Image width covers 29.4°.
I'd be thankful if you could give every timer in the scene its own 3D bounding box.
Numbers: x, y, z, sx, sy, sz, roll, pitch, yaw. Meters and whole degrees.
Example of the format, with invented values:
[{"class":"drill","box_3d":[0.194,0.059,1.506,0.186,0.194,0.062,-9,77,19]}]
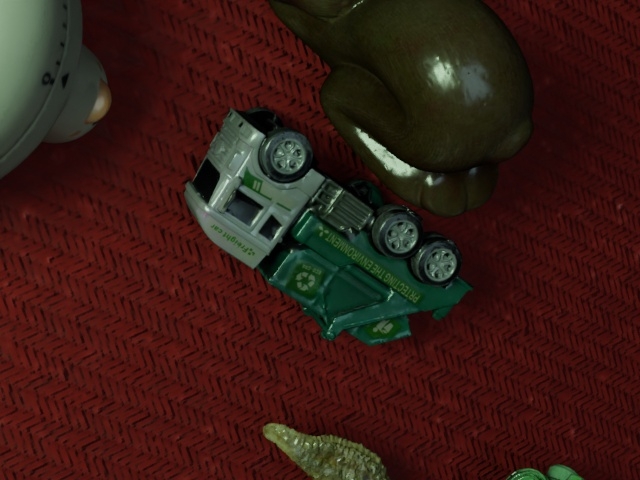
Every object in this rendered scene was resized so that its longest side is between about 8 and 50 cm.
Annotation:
[{"class":"timer","box_3d":[-0.258,-0.131,0.762,0.234,0.240,0.233,0,86,6]}]

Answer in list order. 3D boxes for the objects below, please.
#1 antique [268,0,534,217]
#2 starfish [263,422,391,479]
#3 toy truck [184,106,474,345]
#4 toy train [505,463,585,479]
[{"class":"antique","box_3d":[0.053,-0.152,0.863,0.121,0.143,0.257,-22,72,-18]},{"class":"starfish","box_3d":[0.037,0.314,0.972,0.301,0.084,0.293,22,81,-41]},{"class":"toy truck","box_3d":[0.000,0.000,0.911,0.216,0.110,0.116,34,94,-23]},{"class":"toy train","box_3d":[0.163,0.294,0.948,0.085,0.119,0.251,46,67,-43]}]
